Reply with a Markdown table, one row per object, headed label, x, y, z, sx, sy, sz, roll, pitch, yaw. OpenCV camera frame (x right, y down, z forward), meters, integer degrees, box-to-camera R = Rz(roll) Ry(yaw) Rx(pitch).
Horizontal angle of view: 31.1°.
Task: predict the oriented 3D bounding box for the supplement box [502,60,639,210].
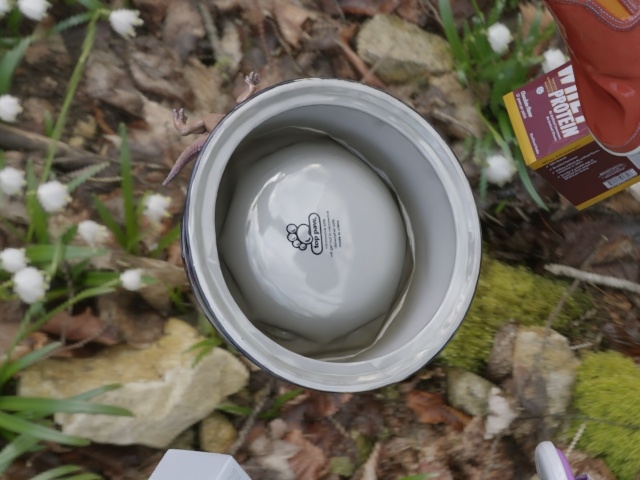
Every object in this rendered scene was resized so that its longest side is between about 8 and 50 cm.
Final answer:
| label | x | y | z | sx | sy | sz | roll | pitch | yaw |
| --- | --- | --- | --- | --- | --- | --- | --- | --- | --- |
| supplement box | 0.410 | -0.169 | 1.705 | 0.191 | 0.194 | 0.129 | -28 | 57 | 24 |

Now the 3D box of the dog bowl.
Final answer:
| label | x | y | z | sx | sy | sz | roll | pitch | yaw |
| --- | --- | --- | --- | --- | --- | --- | --- | --- | --- |
| dog bowl | 0.000 | 0.000 | 1.512 | 0.408 | 0.150 | 0.408 | 4 | 79 | -22 |

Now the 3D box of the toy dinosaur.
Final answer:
| label | x | y | z | sx | sy | sz | roll | pitch | yaw |
| --- | --- | --- | --- | --- | --- | --- | --- | --- | --- |
| toy dinosaur | -0.121 | -0.173 | 1.897 | 0.200 | 0.296 | 0.127 | 29 | 138 | 52 |

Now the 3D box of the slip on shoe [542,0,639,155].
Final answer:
| label | x | y | z | sx | sy | sz | roll | pitch | yaw |
| --- | --- | --- | --- | --- | --- | --- | --- | --- | --- |
| slip on shoe | 0.225 | -0.212 | 0.967 | 0.101 | 0.331 | 0.123 | -31 | 36 | -20 |

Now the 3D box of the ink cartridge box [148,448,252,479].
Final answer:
| label | x | y | z | sx | sy | sz | roll | pitch | yaw |
| --- | --- | --- | --- | --- | --- | --- | --- | --- | --- |
| ink cartridge box | -0.143 | 0.380 | 1.509 | 0.127 | 0.176 | 0.128 | -5 | 40 | 42 |

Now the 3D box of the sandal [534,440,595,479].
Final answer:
| label | x | y | z | sx | sy | sz | roll | pitch | yaw |
| --- | --- | --- | --- | --- | --- | --- | --- | --- | --- |
| sandal | 0.396 | 0.413 | 1.711 | 0.102 | 0.416 | 0.169 | -20 | 50 | 5 |
